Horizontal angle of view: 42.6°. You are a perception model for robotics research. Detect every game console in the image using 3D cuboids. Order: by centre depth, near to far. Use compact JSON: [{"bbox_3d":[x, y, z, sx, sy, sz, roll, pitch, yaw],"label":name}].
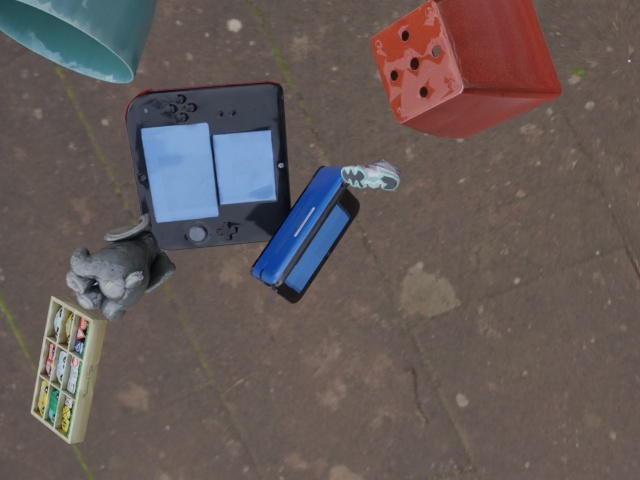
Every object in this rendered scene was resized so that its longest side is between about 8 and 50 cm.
[{"bbox_3d":[0.000,0.000,1.791,0.173,0.250,0.293,36,83,-20],"label":"game console"},{"bbox_3d":[-0.242,-0.160,1.831,0.342,0.060,0.386,-3,119,-1],"label":"game console"}]

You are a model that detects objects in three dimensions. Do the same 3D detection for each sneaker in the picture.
[{"bbox_3d":[0.087,-0.116,1.375,0.098,0.069,0.038,13,124,7],"label":"sneaker"}]

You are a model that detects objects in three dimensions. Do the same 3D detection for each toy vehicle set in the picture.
[{"bbox_3d":[-0.529,0.266,1.715,0.166,0.035,0.266,18,98,41],"label":"toy vehicle set"}]

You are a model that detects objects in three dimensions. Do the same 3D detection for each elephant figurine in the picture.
[{"bbox_3d":[-0.367,0.025,1.593,0.186,0.239,0.169,26,133,11],"label":"elephant figurine"}]

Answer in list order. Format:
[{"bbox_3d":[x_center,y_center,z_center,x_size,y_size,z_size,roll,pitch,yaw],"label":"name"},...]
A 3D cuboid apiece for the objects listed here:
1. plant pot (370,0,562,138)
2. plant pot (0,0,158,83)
[{"bbox_3d":[0.257,-0.348,1.591,0.267,0.236,0.267,-21,86,49],"label":"plant pot"},{"bbox_3d":[-0.420,-0.454,1.454,0.293,0.293,0.235,20,81,16],"label":"plant pot"}]
